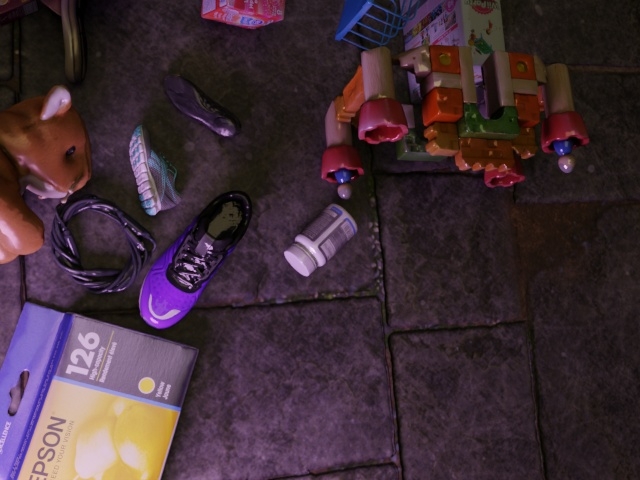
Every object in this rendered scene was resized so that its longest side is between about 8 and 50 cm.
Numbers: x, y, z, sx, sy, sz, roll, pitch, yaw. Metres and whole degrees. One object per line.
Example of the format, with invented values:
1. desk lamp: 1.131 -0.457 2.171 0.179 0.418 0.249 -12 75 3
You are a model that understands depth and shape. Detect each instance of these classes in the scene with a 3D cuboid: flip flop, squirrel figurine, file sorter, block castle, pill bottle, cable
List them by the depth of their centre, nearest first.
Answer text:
1. squirrel figurine: -0.563 -0.144 1.023 0.370 0.281 0.397 -44 105 -26
2. cable: -0.397 0.004 1.180 0.184 0.047 0.151 40 77 -11
3. flip flop: -0.466 -0.420 1.192 0.080 0.112 0.277 -4 89 -7
4. block castle: 0.249 -0.199 1.279 0.453 0.303 0.213 0 76 -18
5. pill bottle: 0.000 0.000 1.285 0.137 0.078 0.078 -44 96 -18
6. file sorter: 0.119 -0.474 1.345 0.104 0.170 0.118 18 77 -17

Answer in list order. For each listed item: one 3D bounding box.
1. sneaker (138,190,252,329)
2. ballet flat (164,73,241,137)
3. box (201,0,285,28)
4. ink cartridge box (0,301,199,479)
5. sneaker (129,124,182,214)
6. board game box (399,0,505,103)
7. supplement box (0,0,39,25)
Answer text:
1. sneaker: -0.218 0.022 1.175 0.102 0.146 0.293 36 73 -10
2. ballet flat: -0.227 -0.255 1.276 0.173 0.049 0.057 38 106 -5
3. box: -0.138 -0.546 1.255 0.122 0.128 0.257 2 95 -33
4. ink cartridge box: -0.395 0.287 1.123 0.307 0.072 0.304 18 77 -16
5. sneaker: -0.302 -0.131 1.226 0.076 0.065 0.167 -12 89 -35
6. board game box: 0.262 -0.457 1.360 0.097 0.224 0.304 -1 83 -22
7. supplement box: -0.557 -0.428 1.188 0.083 0.043 0.055 -33 91 -20
